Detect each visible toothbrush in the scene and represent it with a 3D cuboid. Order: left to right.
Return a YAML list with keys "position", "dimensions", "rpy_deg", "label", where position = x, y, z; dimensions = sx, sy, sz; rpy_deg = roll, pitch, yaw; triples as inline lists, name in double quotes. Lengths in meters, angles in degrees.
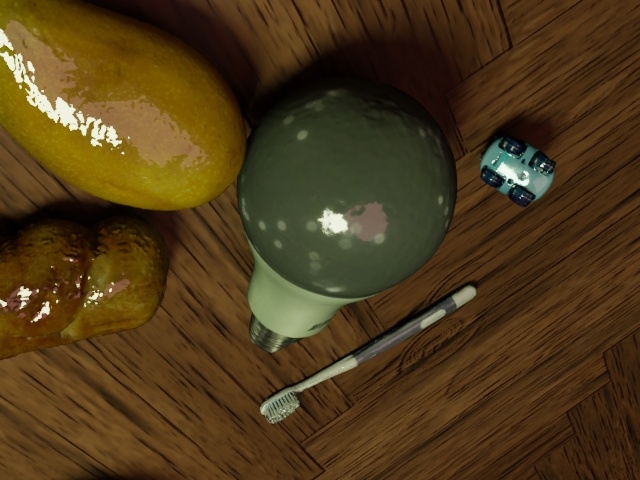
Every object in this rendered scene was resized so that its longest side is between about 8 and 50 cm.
- position: [0.059, 0.127, 0.936]
  dimensions: [0.288, 0.026, 0.024]
  rpy_deg: [-29, 137, -8]
  label: "toothbrush"

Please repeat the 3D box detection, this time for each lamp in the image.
- position: [0.017, -0.009, 0.729]
  dimensions: [0.182, 0.182, 0.314]
  rpy_deg: [-20, 152, -16]
  label: "lamp"

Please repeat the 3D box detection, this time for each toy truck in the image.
- position: [0.202, -0.077, 0.833]
  dimensions: [0.073, 0.090, 0.056]
  rpy_deg: [33, 111, 3]
  label: "toy truck"

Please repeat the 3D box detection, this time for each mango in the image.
- position: [-0.154, -0.101, 0.585]
  dimensions: [0.227, 0.099, 0.136]
  rpy_deg: [32, 110, -34]
  label: "mango"

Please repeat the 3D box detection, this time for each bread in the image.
- position: [-0.286, 0.057, 0.640]
  dimensions: [0.344, 0.084, 0.124]
  rpy_deg: [-12, 129, -21]
  label: "bread"
